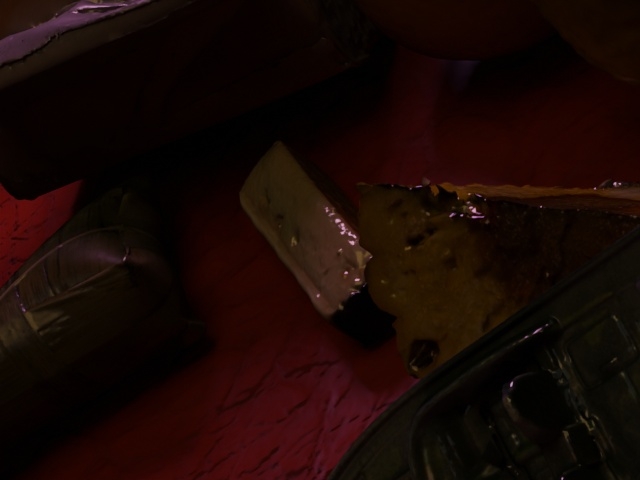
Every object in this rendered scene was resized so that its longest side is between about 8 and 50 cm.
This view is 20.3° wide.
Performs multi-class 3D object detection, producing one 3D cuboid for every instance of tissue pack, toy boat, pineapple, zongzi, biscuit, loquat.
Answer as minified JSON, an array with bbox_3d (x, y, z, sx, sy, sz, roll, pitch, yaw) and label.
[{"bbox_3d":[-0.137,-0.169,1.270,0.305,0.238,0.238,-19,39,26],"label":"tissue pack"},{"bbox_3d":[0.093,0.118,0.838,0.319,0.092,0.141,-39,68,32],"label":"toy boat"},{"bbox_3d":[0.150,0.035,0.935,0.249,0.140,0.164,5,11,28],"label":"pineapple"},{"bbox_3d":[-0.191,0.044,1.232,0.205,0.094,0.204,-33,31,10],"label":"zongzi"},{"bbox_3d":[0.000,0.000,1.139,0.056,0.052,0.188,-52,32,10],"label":"biscuit"},{"bbox_3d":[0.097,-0.221,1.164,0.208,0.208,0.208,-25,37,20],"label":"loquat"}]

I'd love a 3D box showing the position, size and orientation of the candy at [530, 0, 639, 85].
[{"bbox_3d":[0.226,-0.199,1.003,0.259,0.118,0.260,1,66,-2],"label":"candy"}]
